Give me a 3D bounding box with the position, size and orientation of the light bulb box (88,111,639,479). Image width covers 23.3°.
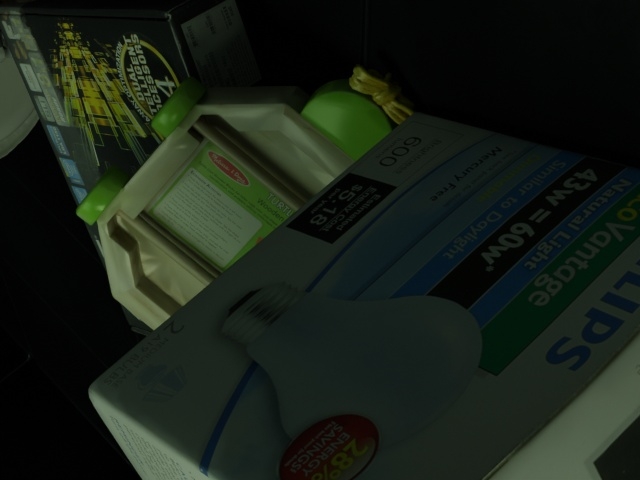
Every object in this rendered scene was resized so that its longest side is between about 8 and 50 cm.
[{"bbox_3d":[0.096,0.124,1.080,0.361,0.358,0.225,21,146,53],"label":"light bulb box"}]

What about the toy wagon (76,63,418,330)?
[{"bbox_3d":[-0.036,-0.026,1.336,0.267,0.068,0.344,39,120,-9],"label":"toy wagon"}]

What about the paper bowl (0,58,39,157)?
[{"bbox_3d":[-0.418,-0.209,1.725,0.148,0.284,0.284,27,149,45],"label":"paper bowl"}]

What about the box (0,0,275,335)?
[{"bbox_3d":[-0.139,-0.066,1.524,0.318,0.097,0.395,15,131,50],"label":"box"}]

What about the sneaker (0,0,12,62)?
[{"bbox_3d":[-0.411,-0.244,1.540,0.124,0.321,0.180,10,120,41],"label":"sneaker"}]
